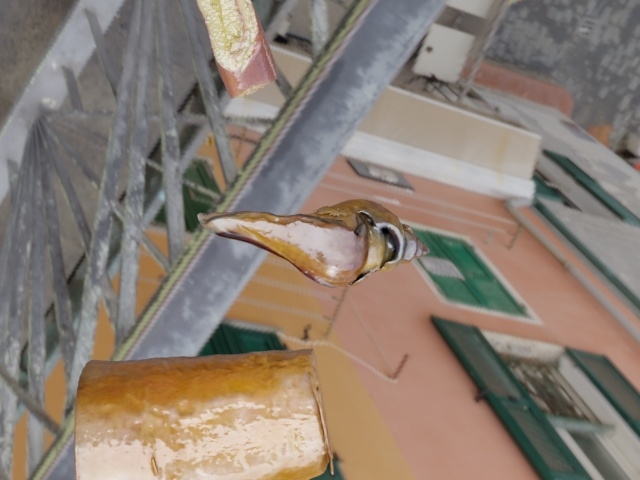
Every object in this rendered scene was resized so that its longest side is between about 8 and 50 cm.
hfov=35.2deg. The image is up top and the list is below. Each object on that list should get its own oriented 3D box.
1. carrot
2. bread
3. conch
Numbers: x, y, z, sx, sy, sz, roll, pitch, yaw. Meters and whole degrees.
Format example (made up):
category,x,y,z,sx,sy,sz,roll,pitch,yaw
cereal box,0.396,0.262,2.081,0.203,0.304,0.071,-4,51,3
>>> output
category,x,y,z,sx,sy,sz,roll,pitch,yaw
carrot,-0.115,0.208,1.051,0.254,0.196,0.196,-6,122,-3
bread,-0.097,-0.236,1.242,0.067,0.119,0.192,-17,143,2
conch,0.003,0.005,0.935,0.232,0.086,0.080,-8,102,-41
